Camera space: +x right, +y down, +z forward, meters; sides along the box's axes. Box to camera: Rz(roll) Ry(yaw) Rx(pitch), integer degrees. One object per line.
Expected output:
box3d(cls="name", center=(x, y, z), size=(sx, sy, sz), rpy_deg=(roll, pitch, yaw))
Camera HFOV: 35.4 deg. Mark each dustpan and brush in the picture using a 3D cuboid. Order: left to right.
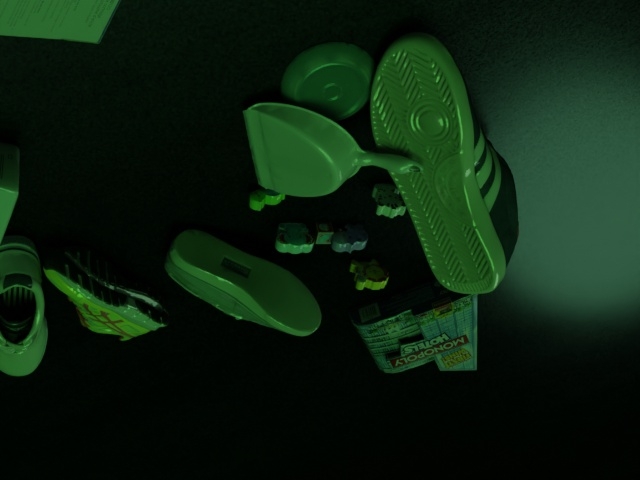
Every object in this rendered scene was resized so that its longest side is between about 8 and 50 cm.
box3d(cls="dustpan and brush", center=(0.019, -0.100, 1.217), size=(0.211, 0.060, 0.147), rpy_deg=(20, 146, 22))

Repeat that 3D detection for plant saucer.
box3d(cls="plant saucer", center=(0.012, -0.182, 1.196), size=(0.119, 0.021, 0.119), rpy_deg=(-8, 138, -7))

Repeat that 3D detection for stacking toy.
box3d(cls="stacking toy", center=(0.000, 0.000, 1.364), size=(0.221, 0.052, 0.167), rpy_deg=(-1, 136, -14))

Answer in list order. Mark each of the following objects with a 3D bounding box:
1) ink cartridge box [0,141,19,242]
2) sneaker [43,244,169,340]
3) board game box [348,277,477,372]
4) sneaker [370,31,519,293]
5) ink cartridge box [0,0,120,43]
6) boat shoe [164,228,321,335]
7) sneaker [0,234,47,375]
box3d(cls="ink cartridge box", center=(-0.561, 0.014, 1.198), size=(0.308, 0.091, 0.385), rpy_deg=(12, 130, -26))
box3d(cls="sneaker", center=(-0.302, 0.084, 1.350), size=(0.094, 0.081, 0.208), rpy_deg=(-31, 136, 20))
box3d(cls="board game box", center=(0.167, 0.149, 1.560), size=(0.194, 0.060, 0.194), rpy_deg=(-22, 136, 8))
box3d(cls="sneaker", center=(0.168, -0.110, 1.258), size=(0.131, 0.148, 0.350), rpy_deg=(2, 124, 33))
box3d(cls="ink cartridge box", center=(-0.270, -0.284, 0.972), size=(0.208, 0.045, 0.206), rpy_deg=(-6, 144, -47))
box3d(cls="boat shoe", center=(-0.107, 0.065, 1.357), size=(0.227, 0.079, 0.081), rpy_deg=(31, 144, -9))
box3d(cls="sneaker", center=(-0.414, 0.111, 1.338), size=(0.094, 0.091, 0.258), rpy_deg=(-2, 136, -13))
